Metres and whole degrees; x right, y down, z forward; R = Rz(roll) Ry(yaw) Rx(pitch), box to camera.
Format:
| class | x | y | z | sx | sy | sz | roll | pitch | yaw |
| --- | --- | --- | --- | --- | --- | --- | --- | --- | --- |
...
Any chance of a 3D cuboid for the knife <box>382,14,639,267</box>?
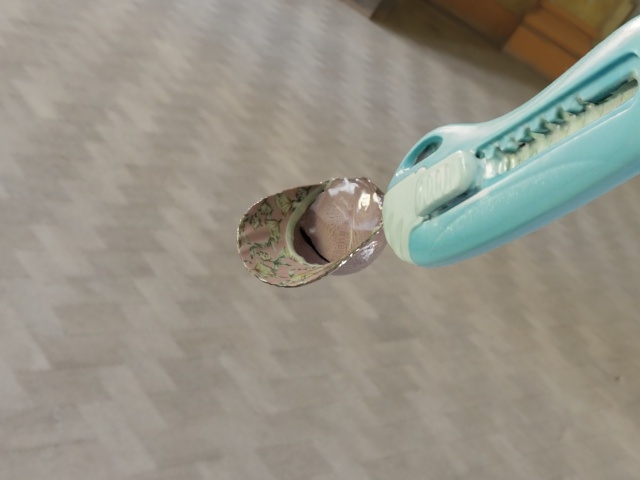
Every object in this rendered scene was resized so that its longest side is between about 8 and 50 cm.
| class | x | y | z | sx | sy | sz | roll | pitch | yaw |
| --- | --- | --- | --- | --- | --- | --- | --- | --- | --- |
| knife | 0.071 | -0.032 | 0.418 | 0.031 | 0.222 | 0.064 | 9 | 75 | -18 |

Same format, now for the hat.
| class | x | y | z | sx | sy | sz | roll | pitch | yaw |
| --- | --- | --- | --- | --- | --- | --- | --- | --- | --- |
| hat | -0.002 | 0.003 | 0.550 | 0.058 | 0.042 | 0.087 | 35 | 56 | 28 |
